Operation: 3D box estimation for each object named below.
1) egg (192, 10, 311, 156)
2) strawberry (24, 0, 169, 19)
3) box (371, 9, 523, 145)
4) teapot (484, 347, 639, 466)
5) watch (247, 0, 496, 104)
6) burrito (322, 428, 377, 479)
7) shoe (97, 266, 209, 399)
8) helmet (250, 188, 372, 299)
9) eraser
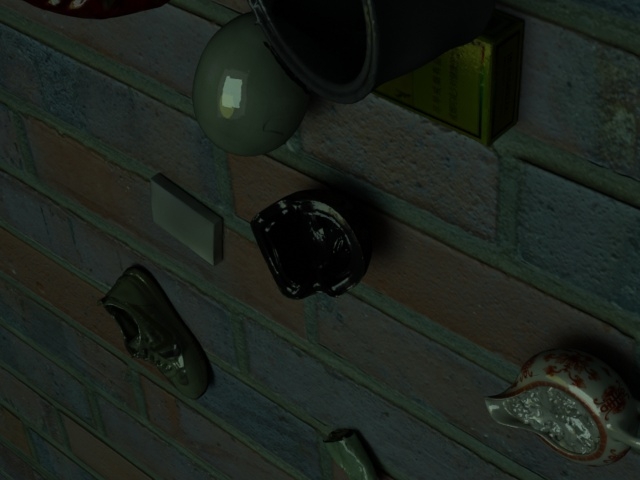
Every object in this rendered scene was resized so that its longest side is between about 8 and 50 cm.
[{"bbox_3d":[-0.086,-0.201,1.630,0.151,0.151,0.209,40,139,18],"label":"egg"},{"bbox_3d":[-0.310,-0.413,1.572,0.345,0.317,0.295,15,131,60],"label":"strawberry"},{"bbox_3d":[0.121,-0.214,1.444,0.220,0.064,0.141,31,143,32],"label":"box"},{"bbox_3d":[0.324,0.206,1.556,0.245,0.116,0.159,4,112,52],"label":"teapot"},{"bbox_3d":[0.017,-0.316,1.270,0.335,0.314,0.327,17,131,62],"label":"watch"},{"bbox_3d":[0.057,0.367,2.101,0.118,0.044,0.074,57,144,-3],"label":"burrito"},{"bbox_3d":[-0.303,0.183,2.323,0.275,0.098,0.103,56,151,-9],"label":"shoe"},{"bbox_3d":[0.001,-0.006,1.758,0.177,0.107,0.153,-9,113,33],"label":"helmet"},{"bbox_3d":[-0.219,-0.033,2.075,0.150,0.023,0.104,35,144,25],"label":"eraser"}]
